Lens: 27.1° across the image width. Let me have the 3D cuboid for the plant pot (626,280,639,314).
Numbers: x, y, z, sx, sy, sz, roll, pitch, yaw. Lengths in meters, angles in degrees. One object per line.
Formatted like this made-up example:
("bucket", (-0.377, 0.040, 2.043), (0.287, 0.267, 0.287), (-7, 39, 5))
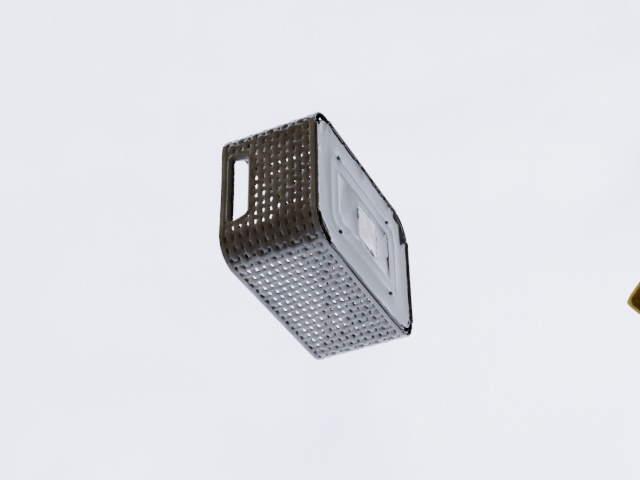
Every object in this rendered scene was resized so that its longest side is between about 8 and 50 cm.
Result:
("plant pot", (0.372, 0.057, 1.308), (0.081, 0.083, 0.081), (46, -67, 40))

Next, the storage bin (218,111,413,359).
("storage bin", (0.000, 0.000, 1.050), (0.084, 0.180, 0.122), (-17, -129, 21))
